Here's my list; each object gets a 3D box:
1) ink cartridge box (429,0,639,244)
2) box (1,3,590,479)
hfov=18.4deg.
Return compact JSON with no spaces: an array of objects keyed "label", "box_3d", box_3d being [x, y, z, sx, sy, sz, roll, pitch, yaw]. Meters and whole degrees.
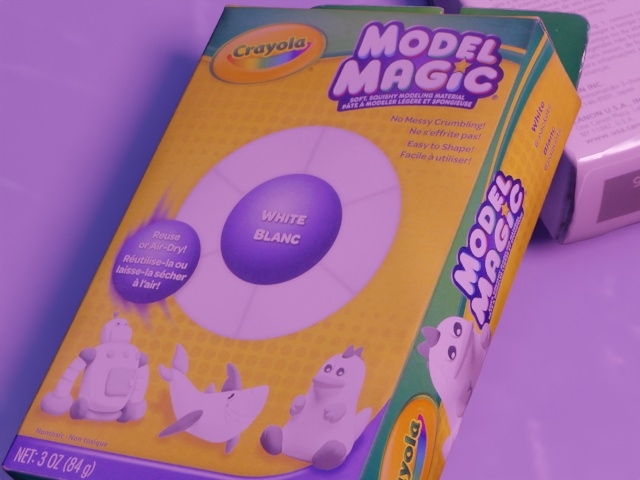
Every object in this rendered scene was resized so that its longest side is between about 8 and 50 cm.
[{"label":"ink cartridge box","box_3d":[0.100,-0.090,0.623,0.145,0.045,0.179,-17,50,-15]},{"label":"box","box_3d":[0.000,0.000,0.528,0.105,0.043,0.179,6,57,30]}]
